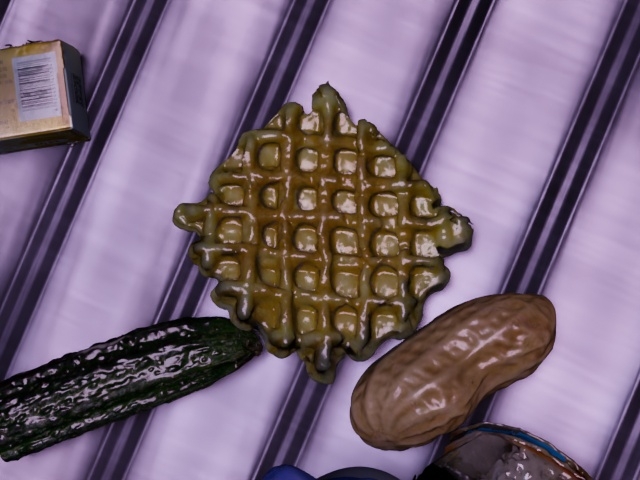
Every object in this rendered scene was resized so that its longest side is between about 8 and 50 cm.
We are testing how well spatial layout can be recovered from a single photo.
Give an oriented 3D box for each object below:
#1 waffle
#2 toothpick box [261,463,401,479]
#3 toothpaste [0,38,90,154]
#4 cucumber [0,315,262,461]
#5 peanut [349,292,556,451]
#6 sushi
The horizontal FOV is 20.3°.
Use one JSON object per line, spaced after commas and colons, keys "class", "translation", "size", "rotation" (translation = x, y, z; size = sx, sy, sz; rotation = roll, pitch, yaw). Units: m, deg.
{"class": "waffle", "translation": [0.000, 0.001, 1.515], "size": [0.204, 0.054, 0.223], "rotation": [-43, 81, -8]}
{"class": "toothpick box", "translation": [0.060, 0.318, 1.354], "size": [0.354, 0.263, 0.263], "rotation": [42, 92, -2]}
{"class": "toothpaste", "translation": [-0.363, -0.107, 1.568], "size": [0.313, 0.071, 0.089], "rotation": [-9, 86, 7]}
{"class": "cucumber", "translation": [-0.181, 0.119, 1.521], "size": [0.265, 0.077, 0.077], "rotation": [-22, 83, 6]}
{"class": "peanut", "translation": [0.109, 0.105, 1.471], "size": [0.194, 0.093, 0.083], "rotation": [-34, 93, 5]}
{"class": "sushi", "translation": [0.212, 0.240, 1.442], "size": [0.273, 0.134, 0.109], "rotation": [18, 56, 19]}
